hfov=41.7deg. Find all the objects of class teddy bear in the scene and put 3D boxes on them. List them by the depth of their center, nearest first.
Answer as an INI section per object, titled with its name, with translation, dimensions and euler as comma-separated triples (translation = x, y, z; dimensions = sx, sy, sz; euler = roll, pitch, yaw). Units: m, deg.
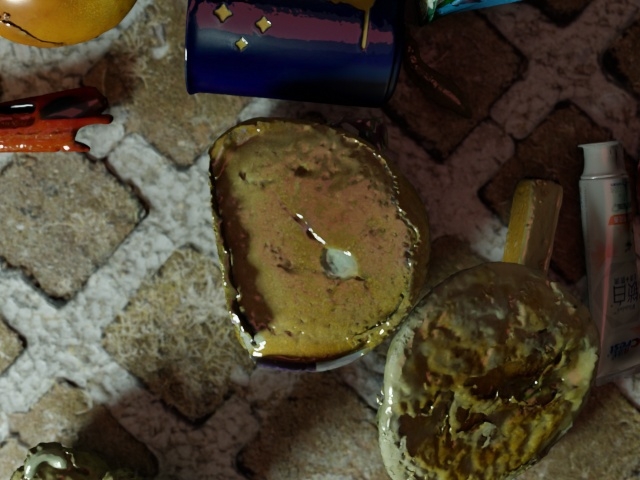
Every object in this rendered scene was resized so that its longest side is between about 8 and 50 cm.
[teddy bear]
translation = -0.288, 0.360, 1.081
dimensions = 0.256, 0.156, 0.267
euler = 22, 122, -7

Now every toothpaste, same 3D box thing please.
[toothpaste]
translation = 0.389, 0.029, 1.126
dimensions = 0.100, 0.066, 0.323
euler = -10, 96, -31

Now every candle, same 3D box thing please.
[candle]
translation = -0.423, -0.150, 1.094
dimensions = 0.302, 0.059, 0.084
euler = -5, 81, -3

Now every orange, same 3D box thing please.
[orange]
translation = -0.323, -0.352, 0.999
dimensions = 0.240, 0.240, 0.239
euler = 0, 93, -2

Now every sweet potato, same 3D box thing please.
[sweet potato]
translation = 0.147, -0.217, 1.119
dimensions = 0.041, 0.038, 0.153
euler = -36, 85, -21

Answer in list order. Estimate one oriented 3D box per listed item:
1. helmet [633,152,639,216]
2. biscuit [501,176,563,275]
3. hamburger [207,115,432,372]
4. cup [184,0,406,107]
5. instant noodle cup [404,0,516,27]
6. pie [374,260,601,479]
[helmet]
translation = 0.605, -0.108, 1.045
dimensions = 0.337, 0.230, 0.385
euler = 40, 90, -4
[biscuit]
translation = 0.282, 0.009, 1.128
dimensions = 0.056, 0.052, 0.187
euler = 10, 93, -19
[hamburger]
translation = 0.000, 0.000, 1.035
dimensions = 0.277, 0.195, 0.317
euler = -6, 88, 4
[cup]
translation = -0.027, -0.298, 1.040
dimensions = 0.256, 0.178, 0.254
euler = 4, 94, -4
[instant noodle cup]
translation = 0.180, -0.389, 1.025
dimensions = 0.178, 0.240, 0.240
euler = -15, 94, -8
[pie]
translation = 0.210, 0.188, 1.072
dimensions = 0.339, 0.077, 0.339
euler = -7, 110, -20
